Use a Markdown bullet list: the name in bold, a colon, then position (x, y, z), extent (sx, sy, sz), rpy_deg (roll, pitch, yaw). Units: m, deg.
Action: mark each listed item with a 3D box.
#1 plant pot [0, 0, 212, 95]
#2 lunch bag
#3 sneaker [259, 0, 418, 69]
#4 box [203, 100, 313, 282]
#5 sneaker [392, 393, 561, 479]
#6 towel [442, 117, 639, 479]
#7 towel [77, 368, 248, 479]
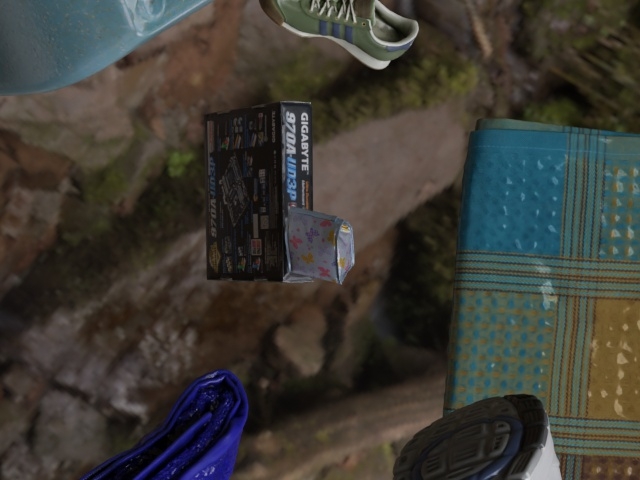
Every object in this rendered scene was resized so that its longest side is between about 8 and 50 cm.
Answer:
- **plant pot**: position (-0.186, -0.261, 1.037), extent (0.248, 0.252, 0.247), rpy_deg (-38, 125, -30)
- **lunch bag**: position (0.000, 0.000, 1.506), extent (0.053, 0.071, 0.083), rpy_deg (-57, 150, -43)
- **sneaker**: position (0.030, -0.266, 1.528), extent (0.086, 0.192, 0.064), rpy_deg (-25, -130, 51)
- **box**: position (-0.079, -0.057, 1.633), extent (0.051, 0.175, 0.220), rpy_deg (-1, 89, -37)
- **sneaker**: position (0.117, 0.214, 0.849), extent (0.297, 0.111, 0.129), rpy_deg (-81, 149, -58)
- **towel**: position (0.258, 0.075, 1.251), extent (0.040, 0.271, 0.370), rpy_deg (85, 11, -84)
- **towel**: position (-0.151, 0.271, 1.100), extent (0.227, 0.076, 0.308), rpy_deg (-38, 155, -37)
